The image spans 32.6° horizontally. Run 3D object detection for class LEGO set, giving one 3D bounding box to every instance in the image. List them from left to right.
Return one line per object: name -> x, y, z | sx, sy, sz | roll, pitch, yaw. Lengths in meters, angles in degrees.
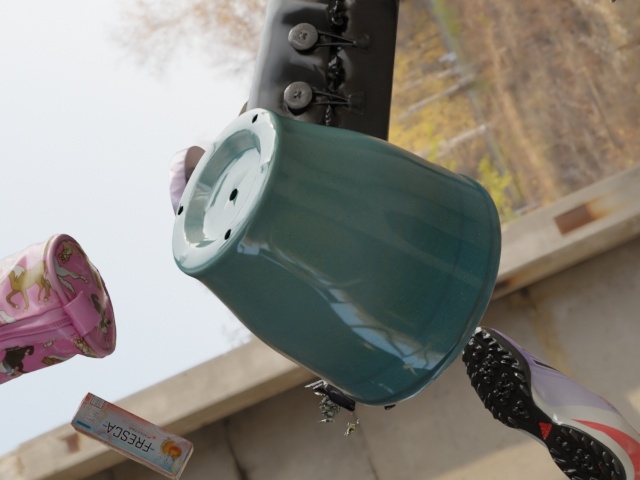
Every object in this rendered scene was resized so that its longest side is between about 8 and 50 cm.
LEGO set -> 0.025, 0.261, 1.660 | 0.083, 0.054, 0.023 | 27, 175, -7

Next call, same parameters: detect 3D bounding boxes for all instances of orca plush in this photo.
orca plush -> 0.103, 0.212, 1.669 | 0.287, 0.151, 0.102 | -30, -78, -63

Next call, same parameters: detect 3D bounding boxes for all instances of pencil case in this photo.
pencil case -> -0.426, 0.121, 1.258 | 0.160, 0.386, 0.167 | 62, -172, -55

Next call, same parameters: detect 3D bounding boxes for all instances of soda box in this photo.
soda box -> -0.287, 0.300, 1.671 | 0.183, 0.058, 0.063 | 26, 160, 5

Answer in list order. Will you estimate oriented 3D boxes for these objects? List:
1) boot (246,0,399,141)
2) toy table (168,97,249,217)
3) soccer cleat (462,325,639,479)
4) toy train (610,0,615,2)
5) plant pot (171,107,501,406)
boot -> -0.063, -0.312, 1.521 | 0.146, 0.367, 0.445 | 16, -103, -68
toy table -> -0.119, -0.079, 1.656 | 0.274, 0.161, 0.252 | -89, -22, -65
soccer cleat -> 0.334, 0.233, 1.551 | 0.116, 0.108, 0.318 | -13, -136, -40
toy train -> 0.473, -0.408, 1.666 | 0.158, 0.036, 0.027 | -48, -47, -35
plant pot -> 0.000, 0.000, 1.122 | 0.255, 0.271, 0.271 | 28, -152, -30
